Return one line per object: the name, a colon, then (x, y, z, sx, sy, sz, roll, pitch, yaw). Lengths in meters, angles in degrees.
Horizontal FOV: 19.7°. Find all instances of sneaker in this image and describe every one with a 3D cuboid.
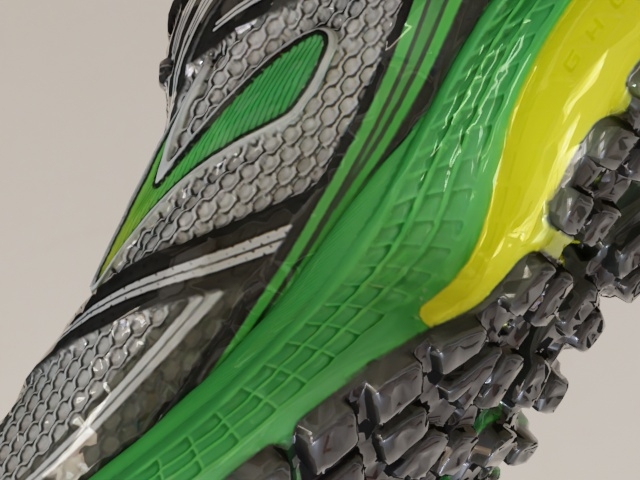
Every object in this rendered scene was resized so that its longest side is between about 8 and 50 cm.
sneaker: (0.000, 0.000, 0.498, 0.146, 0.343, 0.134, 39, 174, 30)
